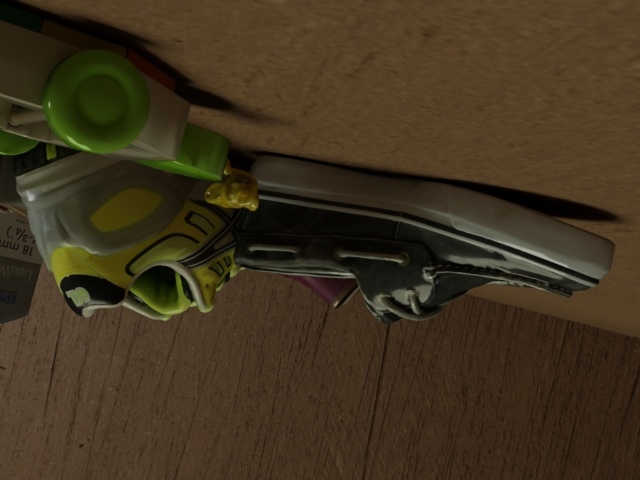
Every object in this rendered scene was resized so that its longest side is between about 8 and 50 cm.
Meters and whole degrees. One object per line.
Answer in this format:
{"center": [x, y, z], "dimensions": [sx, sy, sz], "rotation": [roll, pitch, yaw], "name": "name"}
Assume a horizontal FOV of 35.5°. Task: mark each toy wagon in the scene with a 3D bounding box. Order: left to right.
{"center": [-0.192, -0.093, 0.634], "dimensions": [0.344, 0.068, 0.267], "rotation": [15, 177, -28], "name": "toy wagon"}

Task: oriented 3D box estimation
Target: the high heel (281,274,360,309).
{"center": [0.000, 0.000, 1.459], "dimensions": [0.181, 0.127, 0.377], "rotation": [43, -176, 5], "name": "high heel"}

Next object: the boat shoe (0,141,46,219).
{"center": [-0.276, -0.079, 0.929], "dimensions": [0.116, 0.123, 0.324], "rotation": [21, 173, 21], "name": "boat shoe"}

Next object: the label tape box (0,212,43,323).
{"center": [-0.471, 0.014, 1.302], "dimensions": [0.240, 0.334, 0.106], "rotation": [11, 176, 42], "name": "label tape box"}

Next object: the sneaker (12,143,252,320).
{"center": [-0.133, 0.003, 0.938], "dimensions": [0.145, 0.147, 0.384], "rotation": [-15, 170, 28], "name": "sneaker"}

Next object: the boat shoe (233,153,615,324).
{"center": [0.073, 0.013, 0.833], "dimensions": [0.335, 0.119, 0.121], "rotation": [12, 176, 34], "name": "boat shoe"}
